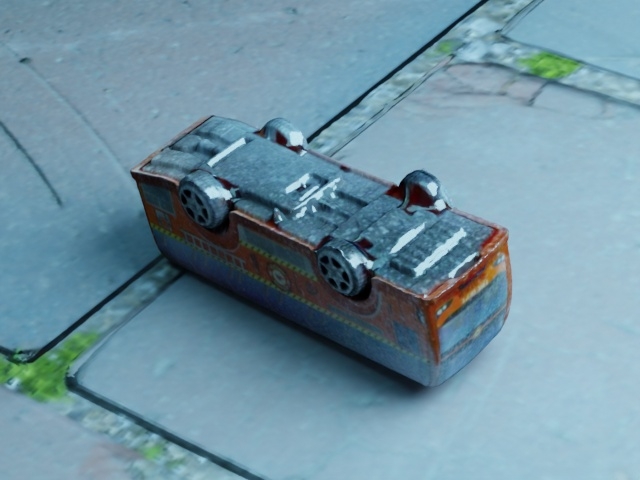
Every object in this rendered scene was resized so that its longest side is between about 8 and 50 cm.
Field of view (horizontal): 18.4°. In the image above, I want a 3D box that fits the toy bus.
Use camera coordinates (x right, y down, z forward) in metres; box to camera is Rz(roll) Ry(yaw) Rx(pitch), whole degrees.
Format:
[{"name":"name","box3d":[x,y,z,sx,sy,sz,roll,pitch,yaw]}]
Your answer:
[{"name":"toy bus","box3d":[0.000,0.000,0.881,0.192,0.077,0.065,25,52,39]}]
